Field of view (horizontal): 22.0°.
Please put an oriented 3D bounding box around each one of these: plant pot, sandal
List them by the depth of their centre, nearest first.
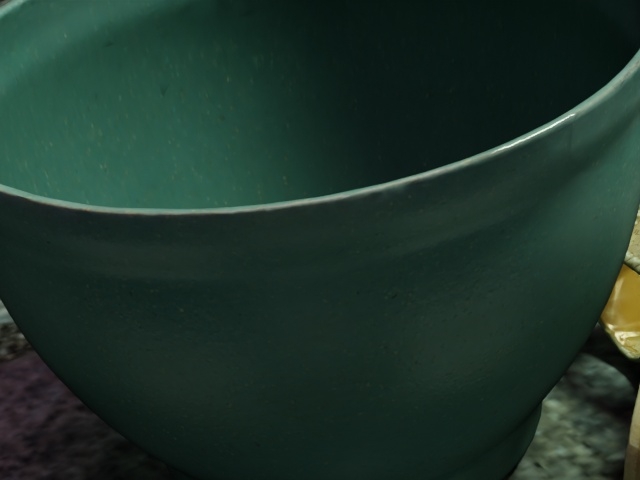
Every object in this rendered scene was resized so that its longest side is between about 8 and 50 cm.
[{"bbox_3d":[0.000,0.000,0.698,0.293,0.196,0.293,-7,29,4],"label":"plant pot"},{"bbox_3d":[0.144,0.020,0.739,0.079,0.088,0.240,8,39,19],"label":"sandal"}]

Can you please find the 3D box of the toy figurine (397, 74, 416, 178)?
[{"bbox_3d":[0.080,-0.067,0.916,0.159,0.130,0.173,-6,2,-23],"label":"toy figurine"}]
